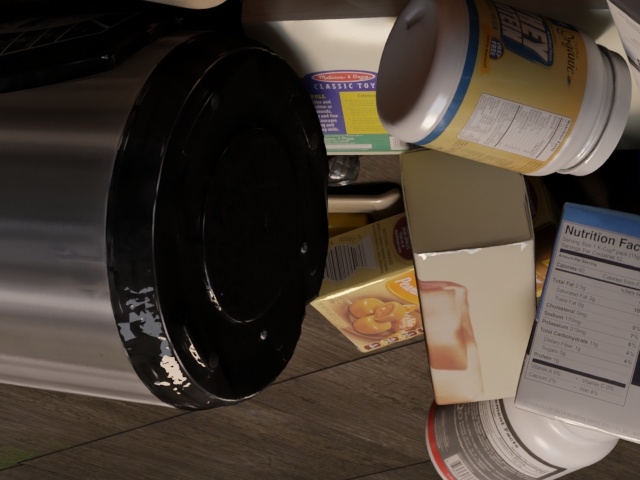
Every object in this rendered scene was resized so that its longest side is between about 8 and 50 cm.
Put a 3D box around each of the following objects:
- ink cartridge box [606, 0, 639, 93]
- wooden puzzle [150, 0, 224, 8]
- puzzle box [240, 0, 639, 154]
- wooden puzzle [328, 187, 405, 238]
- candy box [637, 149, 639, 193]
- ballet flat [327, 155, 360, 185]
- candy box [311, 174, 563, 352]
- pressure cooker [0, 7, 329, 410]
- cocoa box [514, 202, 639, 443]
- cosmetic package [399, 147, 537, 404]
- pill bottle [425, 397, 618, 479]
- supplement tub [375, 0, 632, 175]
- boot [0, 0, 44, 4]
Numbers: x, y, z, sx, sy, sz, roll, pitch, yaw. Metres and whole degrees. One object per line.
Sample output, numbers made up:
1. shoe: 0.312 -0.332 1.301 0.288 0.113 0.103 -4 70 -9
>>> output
1. ink cartridge box: 0.356 -0.191 1.312 0.148 0.086 0.203 -42 146 0
2. wooden puzzle: -0.248 -0.320 1.142 0.348 0.080 0.322 8 155 10
3. puzzle box: 0.138 -0.175 1.484 0.409 0.052 0.272 0 155 7
4. wooden puzzle: 0.000 0.000 1.880 0.238 0.044 0.221 -3 154 11
5. candy box: 0.544 -0.091 1.544 0.317 0.122 0.268 13 155 -22
6. ballet flat: -0.038 -0.088 1.711 0.173 0.057 0.049 -4 113 12
7. candy box: 0.157 0.030 1.815 0.316 0.087 0.183 -19 150 17
8. pressure cooker: -0.245 -0.027 1.432 0.420 0.375 0.370 4 154 28
9. cocoa box: 0.379 0.093 1.624 0.231 0.228 0.347 14 -176 18
10. cosmetic package: 0.169 0.041 1.622 0.129 0.153 0.296 -7 140 4
11. pill bottle: 0.331 0.260 2.212 0.210 0.210 0.363 14 152 -23
12. supplement tub: 0.166 -0.140 1.327 0.199 0.144 0.144 13 153 -22
13. boot: -0.288 -0.263 1.358 0.087 0.042 0.118 -18 150 25
